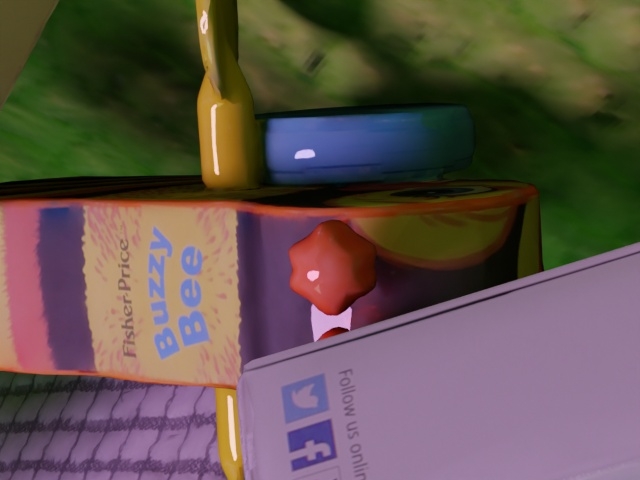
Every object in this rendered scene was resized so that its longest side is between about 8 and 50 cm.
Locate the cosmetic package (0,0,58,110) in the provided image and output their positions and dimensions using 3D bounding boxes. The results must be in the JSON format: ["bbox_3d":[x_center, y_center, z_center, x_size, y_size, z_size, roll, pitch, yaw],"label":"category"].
[{"bbox_3d":[-0.227,-0.130,0.483,0.160,0.113,0.309,2,147,35],"label":"cosmetic package"}]

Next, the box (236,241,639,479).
[{"bbox_3d":[0.170,0.061,0.436,0.322,0.058,0.232,-17,141,11],"label":"box"}]

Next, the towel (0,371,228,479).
[{"bbox_3d":[-0.082,0.129,0.711,0.121,0.235,0.284,36,151,-31],"label":"towel"}]

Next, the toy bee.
[{"bbox_3d":[0.000,0.000,0.503,0.298,0.195,0.162,-24,175,27],"label":"toy bee"}]
